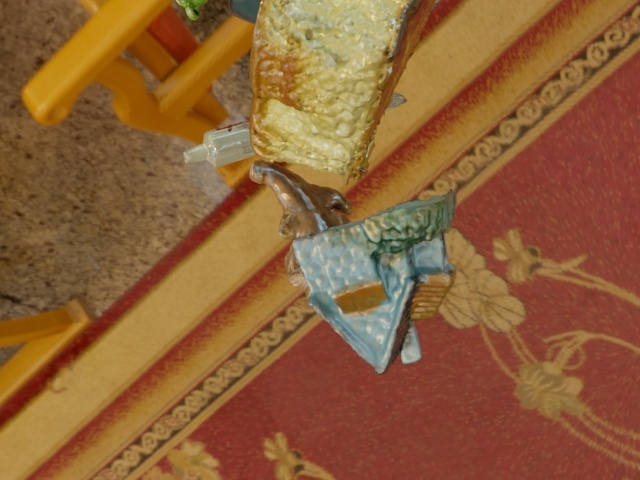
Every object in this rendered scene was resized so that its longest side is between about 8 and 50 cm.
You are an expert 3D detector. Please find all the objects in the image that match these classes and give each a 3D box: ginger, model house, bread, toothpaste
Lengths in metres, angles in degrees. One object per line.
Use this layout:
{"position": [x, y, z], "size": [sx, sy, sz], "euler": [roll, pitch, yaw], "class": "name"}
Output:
{"position": [0.001, 0.002, 1.456], "size": [0.333, 0.166, 0.080], "euler": [64, 145, 20], "class": "ginger"}
{"position": [0.110, 0.070, 1.217], "size": [0.225, 0.261, 0.241], "euler": [-14, 92, 16], "class": "model house"}
{"position": [0.015, -0.105, 0.402], "size": [0.069, 0.140, 0.128], "euler": [21, 52, 2], "class": "bread"}
{"position": [-0.027, -0.117, 0.861], "size": [0.233, 0.060, 0.038], "euler": [-19, 114, -15], "class": "toothpaste"}

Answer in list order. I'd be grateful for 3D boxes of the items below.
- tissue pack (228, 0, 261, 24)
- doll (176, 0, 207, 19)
{"position": [-0.018, -0.434, 1.164], "size": [0.206, 0.287, 0.198], "euler": [6, 52, -3], "class": "tissue pack"}
{"position": [-0.156, -0.351, 1.030], "size": [0.050, 0.115, 0.190], "euler": [-10, 68, 17], "class": "doll"}
